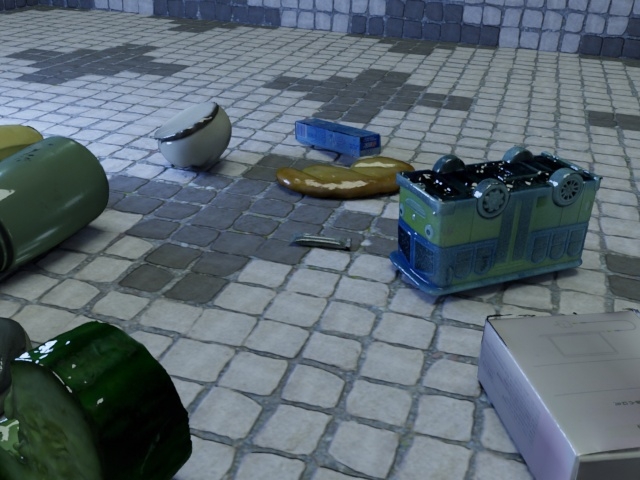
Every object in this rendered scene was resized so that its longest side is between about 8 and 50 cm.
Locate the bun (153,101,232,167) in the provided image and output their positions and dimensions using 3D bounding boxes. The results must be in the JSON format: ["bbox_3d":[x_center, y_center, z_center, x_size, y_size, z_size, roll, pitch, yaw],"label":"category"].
[{"bbox_3d":[-0.273,-0.224,1.539,0.172,0.120,0.173,-20,32,13],"label":"bun"}]

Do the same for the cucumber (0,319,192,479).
[{"bbox_3d":[-0.223,0.186,0.668,0.191,0.191,0.130,14,29,22],"label":"cucumber"}]

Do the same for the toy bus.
[{"bbox_3d":[0.281,-0.037,1.129,0.312,0.190,0.152,-9,29,-22],"label":"toy bus"}]

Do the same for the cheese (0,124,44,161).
[{"bbox_3d":[-0.639,-0.134,1.268,0.259,0.128,0.316,-11,18,21],"label":"cheese"}]

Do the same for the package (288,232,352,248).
[{"bbox_3d":[0.000,0.000,1.229,0.110,0.015,0.037,6,26,5],"label":"package"}]

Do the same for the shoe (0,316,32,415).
[{"bbox_3d":[-0.428,0.145,0.733,0.132,0.171,0.336,3,27,3],"label":"shoe"}]

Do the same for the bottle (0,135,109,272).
[{"bbox_3d":[-0.506,-0.035,1.104,0.168,0.169,0.347,13,33,20],"label":"bottle"}]

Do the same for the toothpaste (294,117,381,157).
[{"bbox_3d":[0.034,-0.248,1.656,0.066,0.053,0.272,-13,22,-32],"label":"toothpaste"}]

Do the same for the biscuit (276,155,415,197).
[{"bbox_3d":[0.063,-0.134,1.473,0.299,0.045,0.154,-9,29,-20],"label":"biscuit"}]

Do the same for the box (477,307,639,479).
[{"bbox_3d":[0.320,0.185,0.787,0.203,0.106,0.252,-1,26,-10],"label":"box"}]
